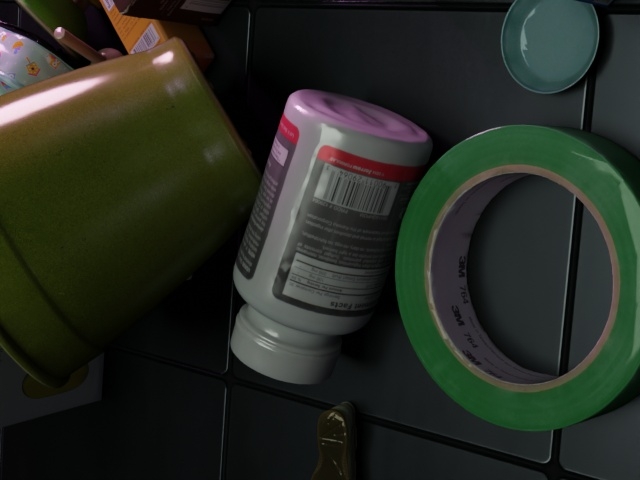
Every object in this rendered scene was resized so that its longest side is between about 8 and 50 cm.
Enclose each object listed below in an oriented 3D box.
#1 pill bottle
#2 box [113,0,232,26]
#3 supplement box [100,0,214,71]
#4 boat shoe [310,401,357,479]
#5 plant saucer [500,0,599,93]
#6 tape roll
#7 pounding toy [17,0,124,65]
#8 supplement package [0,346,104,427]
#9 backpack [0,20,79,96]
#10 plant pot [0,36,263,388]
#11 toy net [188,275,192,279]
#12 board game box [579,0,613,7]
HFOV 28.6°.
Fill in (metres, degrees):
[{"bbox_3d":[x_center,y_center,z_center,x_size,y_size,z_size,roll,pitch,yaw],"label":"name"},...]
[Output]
[{"bbox_3d":[0.000,0.000,1.464,0.176,0.176,0.319,32,112,35],"label":"pill bottle"},{"bbox_3d":[-0.196,-0.408,1.613,0.168,0.167,0.203,-46,64,32],"label":"box"},{"bbox_3d":[-0.238,-0.317,1.714,0.080,0.078,0.233,-43,65,37],"label":"supplement box"},{"bbox_3d":[0.021,0.277,1.556,0.056,0.048,0.153,7,104,28],"label":"boat shoe"},{"bbox_3d":[0.249,-0.216,1.341,0.119,0.021,0.119,2,93,40],"label":"plant saucer"},{"bbox_3d":[0.228,0.038,1.338,0.321,0.077,0.321,2,93,41],"label":"tape roll"},{"bbox_3d":[-0.358,-0.343,1.780,0.110,0.183,0.237,-46,63,-3],"label":"pounding toy"},{"bbox_3d":[-0.469,0.139,1.802,0.198,0.262,0.199,11,101,33],"label":"supplement package"},{"bbox_3d":[-0.427,-0.225,1.801,0.188,0.166,0.144,15,69,40],"label":"backpack"},{"bbox_3d":[-0.260,-0.063,1.544,0.353,0.366,0.367,-30,70,0],"label":"plant pot"},{"bbox_3d":[-0.185,-0.063,1.711,0.122,0.045,0.232,-12,87,19],"label":"toy net"},{"bbox_3d":[0.299,-0.319,1.202,0.210,0.160,0.047,-45,64,32],"label":"board game box"}]
